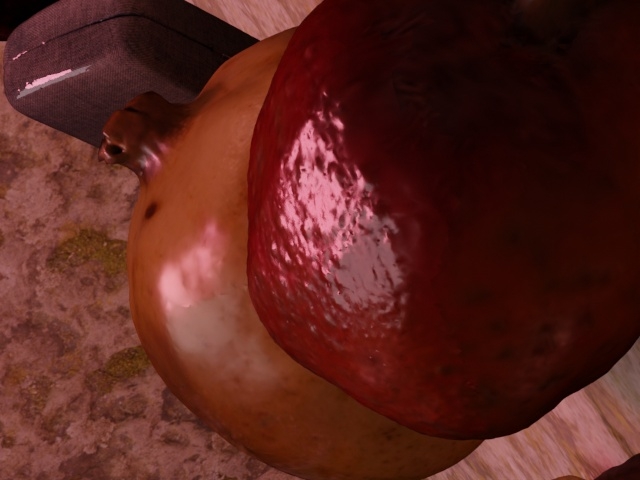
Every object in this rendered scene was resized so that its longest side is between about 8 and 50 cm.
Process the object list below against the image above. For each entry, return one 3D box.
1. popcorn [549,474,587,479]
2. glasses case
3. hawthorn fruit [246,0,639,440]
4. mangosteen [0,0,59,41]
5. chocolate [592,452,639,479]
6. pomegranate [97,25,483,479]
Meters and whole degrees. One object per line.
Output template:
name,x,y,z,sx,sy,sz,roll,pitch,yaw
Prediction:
popcorn,0.211,0.279,1.163,0.194,0.140,0.163,63,165,-19
glasses case,-0.080,-0.096,1.086,0.323,0.131,0.074,22,-124,-51
hawthorn fruit,0.072,-0.034,0.631,0.215,0.215,0.250,54,145,22
mangosteen,-0.223,-0.289,1.028,0.330,0.330,0.330,56,171,14
chocolate,0.269,0.286,1.007,0.321,0.112,0.112,60,180,-22
pomegranate,0.013,0.014,0.924,0.307,0.307,0.307,56,171,14
